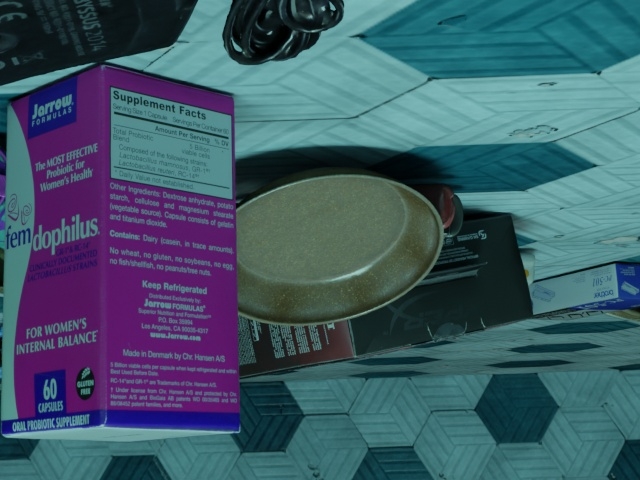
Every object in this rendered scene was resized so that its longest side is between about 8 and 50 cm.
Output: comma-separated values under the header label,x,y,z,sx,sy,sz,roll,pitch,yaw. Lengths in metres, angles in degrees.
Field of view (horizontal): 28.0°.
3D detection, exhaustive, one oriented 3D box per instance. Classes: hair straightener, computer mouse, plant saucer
label,x,y,z,sx,sy,sz,roll,pitch,yaw
hair straightener,0.015,-0.016,1.141,0.230,0.047,0.089,-6,168,18
computer mouse,-0.122,-0.118,0.556,0.272,0.072,0.188,-12,169,-11
plant saucer,0.000,0.000,1.047,0.198,0.036,0.199,-8,143,-6

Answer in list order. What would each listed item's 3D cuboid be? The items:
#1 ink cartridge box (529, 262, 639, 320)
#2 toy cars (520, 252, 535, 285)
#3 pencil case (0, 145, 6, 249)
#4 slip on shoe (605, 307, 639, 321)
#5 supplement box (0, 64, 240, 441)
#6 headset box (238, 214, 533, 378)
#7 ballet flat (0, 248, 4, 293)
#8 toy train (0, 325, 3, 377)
label,x,y,z,sx,sy,sz,roll,pitch,yaw
ink cartridge box,0.343,0.068,1.638,0.097,0.046,0.207,3,168,-28
toy cars,0.078,0.078,1.536,0.393,0.087,0.176,-7,168,26
pencil case,-0.244,-0.031,0.976,0.070,0.065,0.152,25,172,7
slip on shoe,0.443,0.087,1.750,0.135,0.051,0.041,11,168,-21
supplement box,-0.127,0.014,0.820,0.111,0.220,0.114,-13,163,43
headset box,0.049,0.058,1.274,0.218,0.110,0.293,-9,175,-32
ballet flat,-0.294,0.009,1.158,0.249,0.084,0.058,1,172,18
toy train,-0.437,0.162,1.927,0.105,0.080,0.184,-3,171,-29
